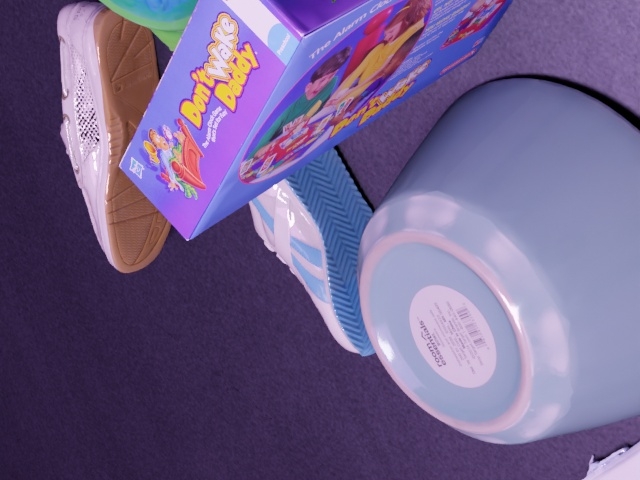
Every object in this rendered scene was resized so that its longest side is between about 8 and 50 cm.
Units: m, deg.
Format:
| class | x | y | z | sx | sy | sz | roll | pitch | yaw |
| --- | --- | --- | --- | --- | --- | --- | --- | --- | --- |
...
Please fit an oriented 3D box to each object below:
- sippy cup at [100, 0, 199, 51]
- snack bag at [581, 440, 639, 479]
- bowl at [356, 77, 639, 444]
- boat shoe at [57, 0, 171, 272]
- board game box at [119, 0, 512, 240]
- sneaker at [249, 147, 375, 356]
| class | x | y | z | sx | sy | sz | roll | pitch | yaw |
| --- | --- | --- | --- | --- | --- | --- | --- | --- | --- |
| sippy cup | -0.075 | -0.310 | 1.431 | 0.240 | 0.224 | 0.305 | 40 | 139 | 18 |
| snack bag | 0.402 | 0.260 | 1.508 | 0.342 | 0.037 | 0.323 | 49 | 141 | 7 |
| bowl | 0.149 | 0.040 | 1.491 | 0.311 | 0.163 | 0.311 | 27 | 132 | 35 |
| boat shoe | -0.209 | -0.105 | 1.822 | 0.096 | 0.098 | 0.277 | 16 | 118 | 38 |
| board game box | 0.033 | -0.165 | 1.329 | 0.078 | 0.347 | 0.233 | 47 | 140 | 11 |
| sneaker | 0.000 | 0.000 | 1.699 | 0.092 | 0.087 | 0.228 | -20 | 95 | 57 |
